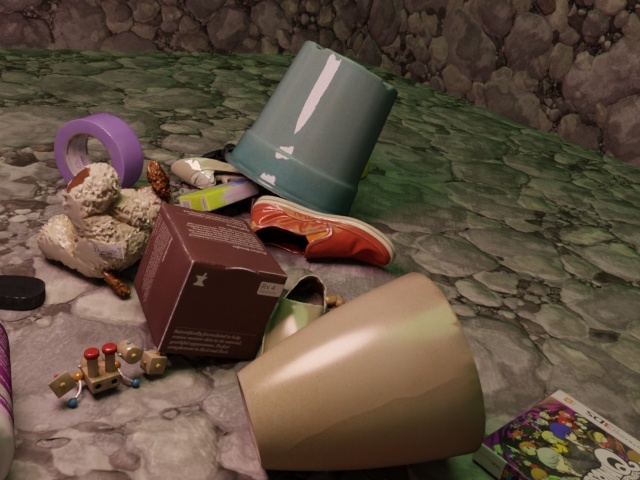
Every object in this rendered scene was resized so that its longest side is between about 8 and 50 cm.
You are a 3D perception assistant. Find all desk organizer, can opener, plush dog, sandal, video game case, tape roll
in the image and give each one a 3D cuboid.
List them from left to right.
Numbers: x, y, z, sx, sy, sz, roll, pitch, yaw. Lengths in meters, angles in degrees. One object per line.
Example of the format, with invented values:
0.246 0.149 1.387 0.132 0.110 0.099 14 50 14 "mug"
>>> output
-0.595 0.070 1.043 0.254 0.054 0.097 1 28 -19 "sandal"
-0.512 -0.194 1.450 0.189 0.189 0.080 18 26 14 "tape roll"
-0.366 -0.029 1.187 0.210 0.262 0.225 47 42 -2 "plush dog"
-0.293 -0.225 1.716 0.059 0.073 0.186 24 25 11 "can opener"
-0.115 -0.091 1.552 0.130 0.047 0.050 -2 27 -25 "desk organizer"
0.374 0.325 0.908 0.232 0.042 0.210 -13 33 -39 "video game case"

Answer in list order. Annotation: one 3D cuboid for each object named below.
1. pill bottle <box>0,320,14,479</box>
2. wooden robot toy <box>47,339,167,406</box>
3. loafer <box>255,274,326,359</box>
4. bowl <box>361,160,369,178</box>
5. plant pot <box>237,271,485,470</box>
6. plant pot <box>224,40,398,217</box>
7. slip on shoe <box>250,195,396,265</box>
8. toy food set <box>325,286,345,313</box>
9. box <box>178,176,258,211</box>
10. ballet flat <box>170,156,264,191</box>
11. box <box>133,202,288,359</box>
-0.470 0.170 0.764 0.169 0.169 0.301 -3 30 -26 "pill bottle"
-0.321 0.177 0.922 0.173 0.076 0.079 -12 23 -38 "wooden robot toy"
-0.045 0.146 1.046 0.102 0.092 0.268 11 30 1 "loafer"
0.020 -0.304 1.904 0.289 0.156 0.289 9 26 -4 "bowl"
0.035 0.200 0.847 0.274 0.256 0.256 -14 32 -12 "plant pot"
-0.002 -0.267 1.501 0.341 0.334 0.341 28 11 -6 "plant pot"
0.000 0.000 1.365 0.331 0.123 0.101 17 58 4 "slip on shoe"
0.032 0.136 1.188 0.122 0.019 0.078 37 36 29 "toy food set"
-0.234 -0.111 1.498 0.109 0.042 0.178 0 18 44 "box"
-0.256 -0.160 1.611 0.248 0.086 0.086 2 28 -19 "ballet flat"
-0.189 0.066 1.038 0.168 0.167 0.203 13 22 -33 "box"
